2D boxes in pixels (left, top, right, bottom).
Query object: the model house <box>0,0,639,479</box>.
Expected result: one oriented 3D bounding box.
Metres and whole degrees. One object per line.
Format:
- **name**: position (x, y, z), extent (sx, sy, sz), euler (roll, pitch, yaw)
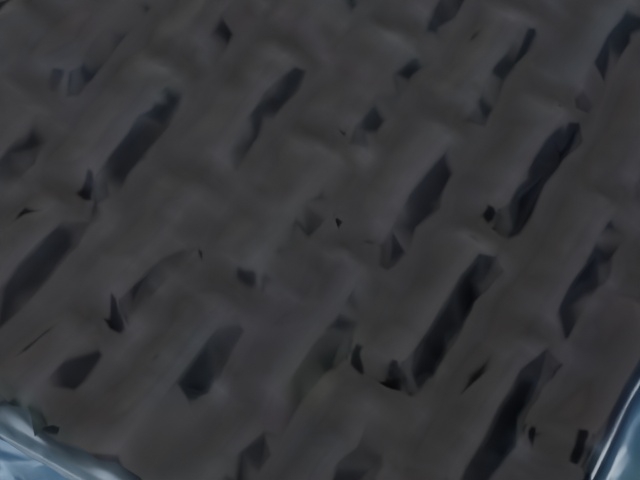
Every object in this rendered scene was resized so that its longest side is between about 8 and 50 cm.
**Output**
- **model house**: position (0.000, 0.000, 0.503), extent (0.297, 0.339, 0.360), euler (-19, -149, 55)
